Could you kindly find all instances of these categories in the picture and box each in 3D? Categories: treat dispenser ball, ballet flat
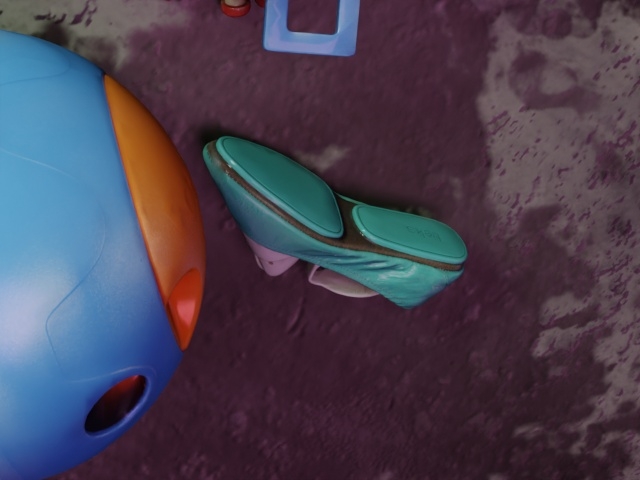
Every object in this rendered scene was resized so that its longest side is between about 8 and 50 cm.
[{"bbox_3d":[-0.216,0.012,0.948,0.288,0.288,0.288,-11,123,-18],"label":"treat dispenser ball"},{"bbox_3d":[0.000,0.000,1.172,0.247,0.083,0.087,21,123,-30],"label":"ballet flat"}]

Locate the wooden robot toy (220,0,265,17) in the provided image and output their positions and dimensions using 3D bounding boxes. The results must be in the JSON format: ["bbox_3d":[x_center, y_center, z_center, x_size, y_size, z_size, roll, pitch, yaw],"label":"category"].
[{"bbox_3d":[-0.032,-0.187,1.041,0.173,0.079,0.076,-18,125,-13],"label":"wooden robot toy"}]

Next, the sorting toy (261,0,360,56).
[{"bbox_3d":[0.012,-0.290,0.963,0.196,0.047,0.347,18,95,-13],"label":"sorting toy"}]
